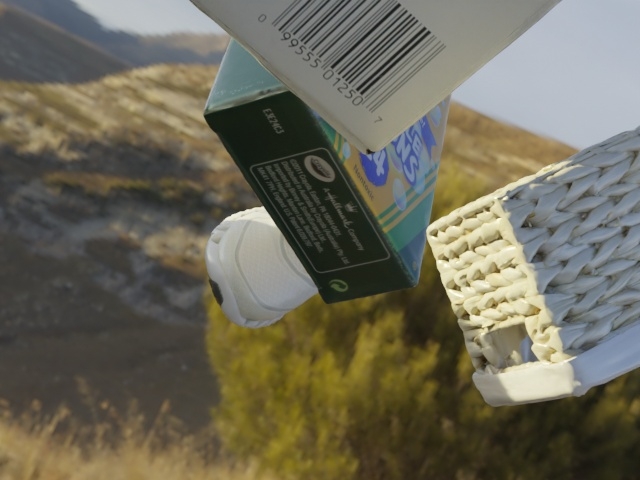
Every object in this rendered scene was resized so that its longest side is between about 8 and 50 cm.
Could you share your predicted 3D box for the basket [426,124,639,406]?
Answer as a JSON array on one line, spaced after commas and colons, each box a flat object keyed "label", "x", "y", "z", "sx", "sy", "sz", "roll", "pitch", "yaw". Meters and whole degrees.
[{"label": "basket", "x": 0.151, "y": 0.003, "z": 0.686, "sx": 0.103, "sy": 0.167, "sz": 0.113, "roll": 66, "pitch": -19, "yaw": 3}]

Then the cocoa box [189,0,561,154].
[{"label": "cocoa box", "x": -0.007, "y": -0.271, "z": 0.733, "sx": 0.347, "sy": 0.231, "sz": 0.228, "roll": 40, "pitch": 31, "yaw": -18}]

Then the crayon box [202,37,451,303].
[{"label": "crayon box", "x": 0.024, "y": -0.139, "z": 1.074, "sx": 0.083, "sy": 0.323, "sz": 0.203, "roll": -13, "pitch": -50, "yaw": 25}]

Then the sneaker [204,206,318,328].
[{"label": "sneaker", "x": 0.000, "y": 0.000, "z": 1.284, "sx": 0.118, "sy": 0.110, "sz": 0.292, "roll": -22, "pitch": 2, "yaw": 35}]
